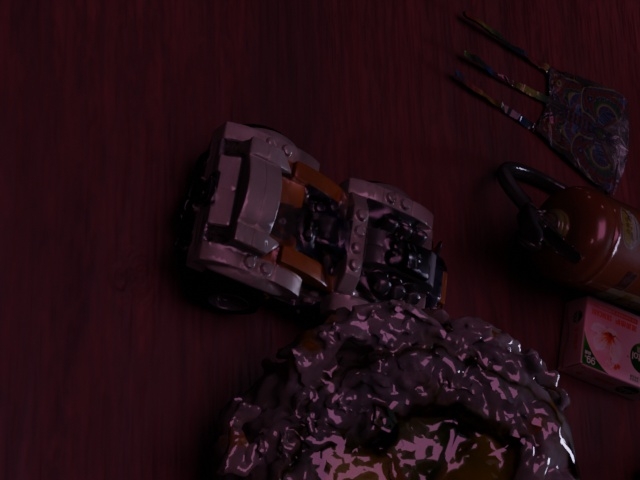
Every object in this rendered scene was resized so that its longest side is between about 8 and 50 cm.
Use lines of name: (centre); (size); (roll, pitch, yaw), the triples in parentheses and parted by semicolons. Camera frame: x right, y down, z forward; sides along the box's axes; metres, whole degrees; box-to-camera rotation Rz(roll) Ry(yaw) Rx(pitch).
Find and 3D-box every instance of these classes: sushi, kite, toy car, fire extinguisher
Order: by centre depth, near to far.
sushi: (0.072, 0.253, 1.179); (0.417, 0.176, 0.418); (2, 84, -23)
toy car: (0.002, 0.000, 1.269); (0.301, 0.118, 0.193); (23, 61, -24)
fire extinguisher: (0.330, 0.008, 1.465); (0.376, 0.200, 0.113); (18, 96, -35)
kite: (0.275, -0.176, 1.552); (0.285, 0.015, 0.152); (29, 58, -23)

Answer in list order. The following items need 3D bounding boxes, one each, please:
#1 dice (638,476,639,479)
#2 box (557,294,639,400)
dice: (0.446, 0.298, 1.427); (0.131, 0.128, 0.120); (2, 72, -29)
box: (0.342, 0.126, 1.471); (0.125, 0.043, 0.089); (21, 65, -24)
